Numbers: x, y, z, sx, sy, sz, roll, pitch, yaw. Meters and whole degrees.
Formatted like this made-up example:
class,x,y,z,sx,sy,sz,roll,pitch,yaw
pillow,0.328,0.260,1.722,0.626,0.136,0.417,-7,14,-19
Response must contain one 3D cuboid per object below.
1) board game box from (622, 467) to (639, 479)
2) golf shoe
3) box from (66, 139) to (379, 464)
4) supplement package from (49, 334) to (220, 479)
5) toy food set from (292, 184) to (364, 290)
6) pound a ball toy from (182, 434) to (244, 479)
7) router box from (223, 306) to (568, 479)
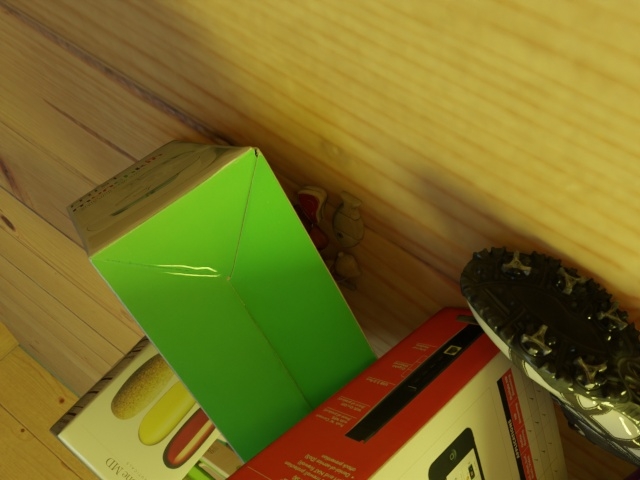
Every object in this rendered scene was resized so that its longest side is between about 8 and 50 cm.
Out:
class,x,y,z,sx,sy,sz,roll,pitch,yaw
board game box,0.243,0.311,0.371,0.275,0.144,0.142,66,167,-20
golf shoe,0.161,0.085,0.357,0.198,0.077,0.094,37,150,12
box,-0.073,0.058,0.487,0.231,0.127,0.262,21,144,61
supplement package,-0.182,0.184,0.719,0.139,0.244,0.134,47,150,-9
toy food set,0.000,0.000,0.493,0.078,0.019,0.122,27,146,26
pound a ball toy,-0.152,0.402,1.113,0.319,0.135,0.208,16,116,38
router box,0.065,0.260,0.389,0.082,0.301,0.335,2,113,49
